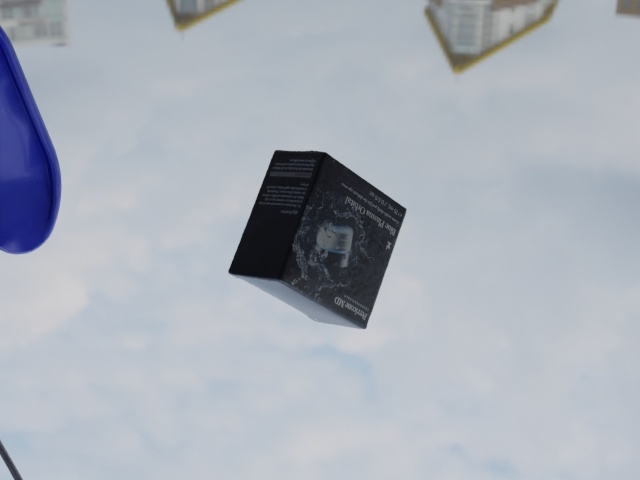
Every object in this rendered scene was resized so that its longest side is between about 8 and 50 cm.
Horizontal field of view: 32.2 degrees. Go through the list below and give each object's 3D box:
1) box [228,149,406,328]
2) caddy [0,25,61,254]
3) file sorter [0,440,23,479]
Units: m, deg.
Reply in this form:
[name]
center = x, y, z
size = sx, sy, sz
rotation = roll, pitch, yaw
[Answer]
[box]
center = 0.000, 0.000, 1.276
size = 0.093, 0.158, 0.156
rotation = 6, 161, 46
[caddy]
center = -0.392, -0.098, 1.005
size = 0.241, 0.341, 0.179
rotation = -34, -141, -26
[file sorter]
center = -0.429, 0.246, 0.994
size = 0.278, 0.193, 0.173
rotation = 27, -167, -47
